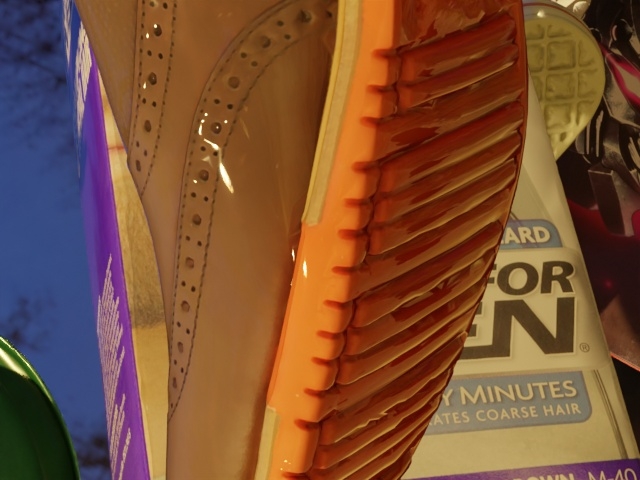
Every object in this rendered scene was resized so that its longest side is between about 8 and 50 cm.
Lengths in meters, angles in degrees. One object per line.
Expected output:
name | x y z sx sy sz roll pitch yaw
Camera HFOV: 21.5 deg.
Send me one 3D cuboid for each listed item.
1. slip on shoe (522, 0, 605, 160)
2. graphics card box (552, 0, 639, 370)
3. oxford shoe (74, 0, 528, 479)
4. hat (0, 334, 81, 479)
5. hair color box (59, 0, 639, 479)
slip on shoe | 0.020 -0.017 0.961 0.331 0.123 0.101 -45 25 13
graphics card box | 0.226 -0.103 1.022 0.094 0.233 0.371 -20 -47 -50
oxford shoe | -0.010 -0.048 0.364 0.097 0.098 0.271 -17 -62 -65
hat | -0.205 0.120 0.651 0.183 0.173 0.208 23 -130 -71
hair color box | 0.000 0.000 0.696 0.110 0.185 0.339 106 156 -56
